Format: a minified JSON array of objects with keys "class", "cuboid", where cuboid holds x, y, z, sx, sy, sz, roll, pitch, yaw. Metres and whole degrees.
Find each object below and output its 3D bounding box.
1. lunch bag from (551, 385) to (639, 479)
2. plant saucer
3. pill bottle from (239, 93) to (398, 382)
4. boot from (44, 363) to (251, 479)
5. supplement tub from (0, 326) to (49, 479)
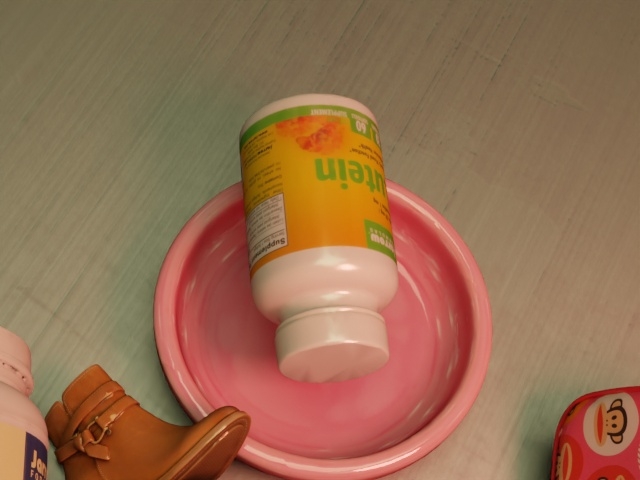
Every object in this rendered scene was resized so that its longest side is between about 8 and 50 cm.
[{"class":"lunch bag","cuboid":[0.295,0.276,1.147,0.120,0.258,0.293,23,65,-36]},{"class":"plant saucer","cuboid":[0.001,0.085,1.277,0.332,0.084,0.332,3,64,-7]},{"class":"pill bottle","cuboid":[0.000,0.000,1.195,0.136,0.136,0.246,-2,64,-9]},{"class":"boot","cuboid":[-0.167,0.171,1.174,0.197,0.073,0.152,-41,63,13]},{"class":"supplement tub","cuboid":[-0.347,0.243,1.064,0.235,0.235,0.325,1,64,-8]}]
